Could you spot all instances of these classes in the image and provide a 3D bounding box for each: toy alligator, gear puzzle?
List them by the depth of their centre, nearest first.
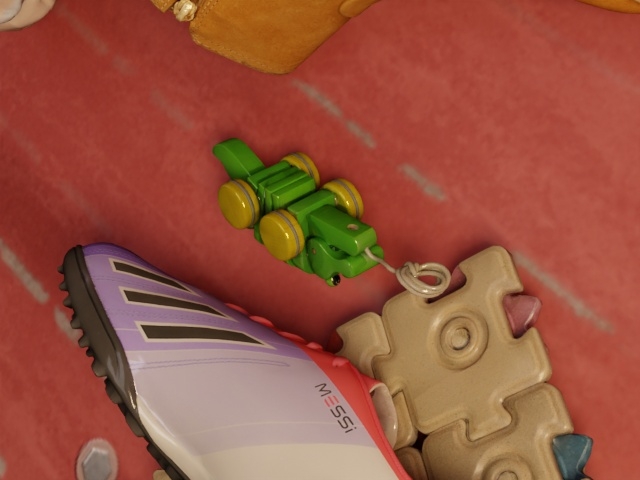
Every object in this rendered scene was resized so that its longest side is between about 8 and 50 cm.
[{"bbox_3d":[-0.008,0.150,0.668,0.339,0.044,0.176,-30,59,23],"label":"gear puzzle"},{"bbox_3d":[0.000,0.000,0.687,0.189,0.056,0.051,35,140,37],"label":"toy alligator"}]

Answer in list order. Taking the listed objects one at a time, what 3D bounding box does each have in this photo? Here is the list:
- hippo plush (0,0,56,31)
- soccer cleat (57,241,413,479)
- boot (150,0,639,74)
[{"bbox_3d":[-0.145,-0.265,0.771,0.236,0.294,0.234,-11,107,7],"label":"hippo plush"},{"bbox_3d":[-0.030,0.089,0.626,0.116,0.109,0.318,-37,48,-10],"label":"soccer cleat"},{"bbox_3d":[0.030,-0.159,0.673,0.295,0.104,0.211,31,138,-3],"label":"boot"}]
